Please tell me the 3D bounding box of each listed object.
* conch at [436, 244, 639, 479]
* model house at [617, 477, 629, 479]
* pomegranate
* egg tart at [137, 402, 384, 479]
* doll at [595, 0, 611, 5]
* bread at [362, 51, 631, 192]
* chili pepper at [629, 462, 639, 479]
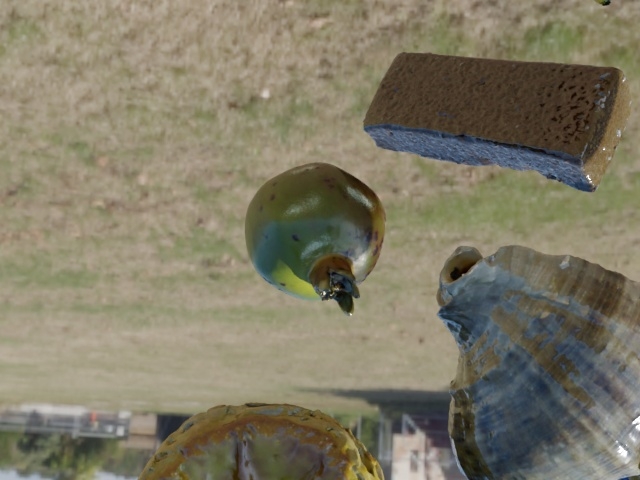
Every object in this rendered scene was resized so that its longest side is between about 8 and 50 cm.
[{"bbox_3d":[0.192,0.141,0.738,0.210,0.159,0.291,-9,136,40],"label":"conch"},{"bbox_3d":[0.497,0.331,1.392,0.148,0.119,0.148,-41,161,13],"label":"model house"},{"bbox_3d":[-0.005,-0.007,1.203,0.198,0.198,0.246,4,-167,-4],"label":"pomegranate"},{"bbox_3d":[-0.064,0.309,0.913,0.294,0.295,0.116,3,166,3],"label":"egg tart"},{"bbox_3d":[0.281,-0.343,1.094,0.240,0.099,0.135,1,141,-5],"label":"doll"},{"bbox_3d":[0.257,-0.193,1.360,0.416,0.165,0.113,18,163,43],"label":"bread"},{"bbox_3d":[0.458,0.313,1.216,0.073,0.204,0.072,-20,127,14],"label":"chili pepper"}]
